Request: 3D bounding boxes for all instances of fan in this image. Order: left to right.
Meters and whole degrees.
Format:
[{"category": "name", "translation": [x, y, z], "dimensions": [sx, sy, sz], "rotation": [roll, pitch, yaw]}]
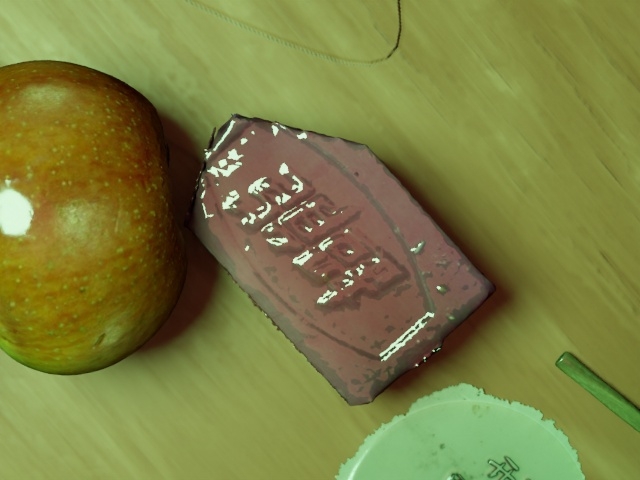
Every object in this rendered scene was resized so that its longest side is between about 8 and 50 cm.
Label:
[{"category": "fan", "translation": [0.064, 0.309, 0.921], "dimensions": [0.414, 0.012, 0.233], "rotation": [-45, 92, -3]}]

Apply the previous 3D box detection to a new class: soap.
[{"category": "soap", "translation": [0.000, 0.000, 0.876], "dimensions": [0.162, 0.099, 0.250], "rotation": [-43, 93, 5]}]

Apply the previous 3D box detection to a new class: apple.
[{"category": "apple", "translation": [-0.189, -0.021, 0.808], "dimensions": [0.173, 0.210, 0.235], "rotation": [-19, 106, -9]}]

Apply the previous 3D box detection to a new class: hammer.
[{"category": "hammer", "translation": [0.281, 0.157, 0.933], "dimensions": [0.182, 0.017, 0.062], "rotation": [40, 88, -2]}]
